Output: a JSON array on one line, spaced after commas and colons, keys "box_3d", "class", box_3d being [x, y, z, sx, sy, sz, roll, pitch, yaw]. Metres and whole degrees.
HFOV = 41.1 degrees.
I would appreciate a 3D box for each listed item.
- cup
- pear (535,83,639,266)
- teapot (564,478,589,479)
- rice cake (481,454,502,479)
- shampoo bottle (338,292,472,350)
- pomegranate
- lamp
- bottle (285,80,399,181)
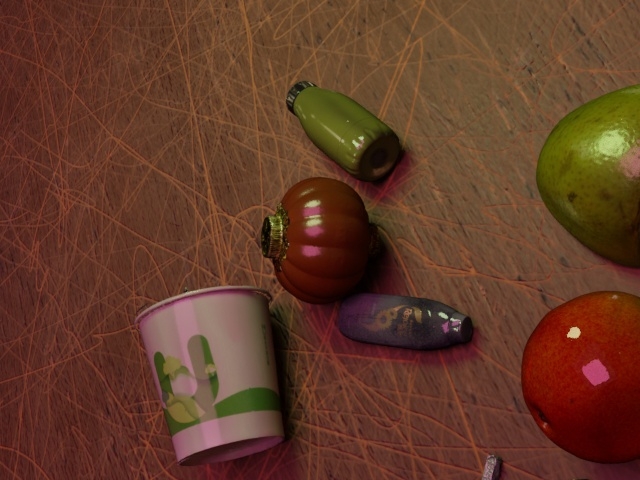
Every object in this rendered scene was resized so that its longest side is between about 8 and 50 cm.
[{"box_3d": [-0.182, 0.242, 1.503, 0.253, 0.253, 0.273, -25, 68, 28], "class": "cup"}, {"box_3d": [0.417, -0.137, 1.257, 0.239, 0.139, 0.288, 28, 89, 49], "class": "pear"}, {"box_3d": [0.362, 0.376, 1.155, 0.043, 0.043, 0.110, -27, 56, 27], "class": "teapot"}, {"box_3d": [0.243, 0.375, 1.255, 0.022, 0.022, 0.121, 7, 77, 38], "class": "rice cake"}, {"box_3d": [0.137, 0.135, 1.409, 0.234, 0.049, 0.087, 4, 78, 38], "class": "shampoo bottle"}, {"box_3d": [0.389, 0.168, 1.112, 0.257, 0.221, 0.220, -21, 58, 0], "class": "pomegranate"}, {"box_3d": [0.000, 0.000, 1.471, 0.223, 0.197, 0.223, -176, 90, -75], "class": "lamp"}, {"box_3d": [0.031, -0.213, 1.580, 0.112, 0.112, 0.260, -53, 51, 9], "class": "bottle"}]
